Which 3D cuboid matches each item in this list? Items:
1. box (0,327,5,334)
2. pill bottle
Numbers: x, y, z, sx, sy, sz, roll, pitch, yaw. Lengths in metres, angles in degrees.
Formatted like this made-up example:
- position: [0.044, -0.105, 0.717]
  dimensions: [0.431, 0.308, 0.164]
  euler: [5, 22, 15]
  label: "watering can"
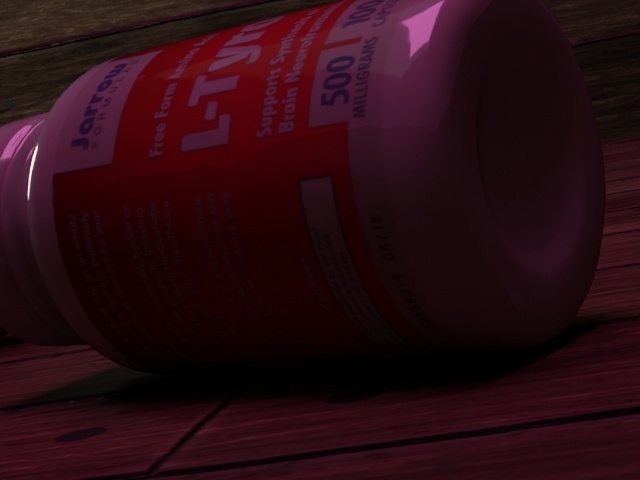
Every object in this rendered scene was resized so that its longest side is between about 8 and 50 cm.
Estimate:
- position: [-0.426, 0.097, 1.427]
  dimensions: [0.184, 0.045, 0.190]
  euler: [-7, 4, -1]
  label: "box"
- position: [-0.041, -0.028, 0.913]
  dimensions: [0.408, 0.229, 0.229]
  euler: [-8, 5, 34]
  label: "pill bottle"
